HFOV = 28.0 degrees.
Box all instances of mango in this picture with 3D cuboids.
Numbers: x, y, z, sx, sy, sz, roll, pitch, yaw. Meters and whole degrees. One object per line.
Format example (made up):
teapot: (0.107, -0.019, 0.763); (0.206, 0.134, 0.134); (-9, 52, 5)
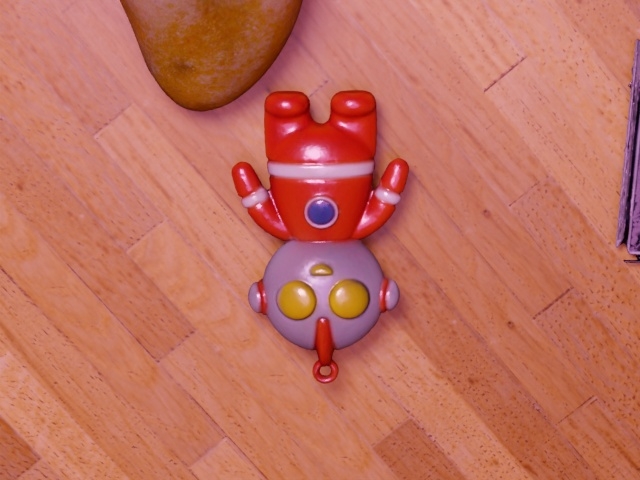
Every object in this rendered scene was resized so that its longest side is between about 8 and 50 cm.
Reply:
mango: (-0.122, -0.312, 1.337); (0.221, 0.199, 0.384); (0, 115, -8)

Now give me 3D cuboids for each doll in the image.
doll: (0.000, 0.000, 1.450); (0.199, 0.105, 0.336); (0, 102, -1)

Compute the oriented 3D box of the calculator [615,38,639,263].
calculator: (0.430, -0.105, 1.472); (0.165, 0.028, 0.274); (2, 103, -1)
